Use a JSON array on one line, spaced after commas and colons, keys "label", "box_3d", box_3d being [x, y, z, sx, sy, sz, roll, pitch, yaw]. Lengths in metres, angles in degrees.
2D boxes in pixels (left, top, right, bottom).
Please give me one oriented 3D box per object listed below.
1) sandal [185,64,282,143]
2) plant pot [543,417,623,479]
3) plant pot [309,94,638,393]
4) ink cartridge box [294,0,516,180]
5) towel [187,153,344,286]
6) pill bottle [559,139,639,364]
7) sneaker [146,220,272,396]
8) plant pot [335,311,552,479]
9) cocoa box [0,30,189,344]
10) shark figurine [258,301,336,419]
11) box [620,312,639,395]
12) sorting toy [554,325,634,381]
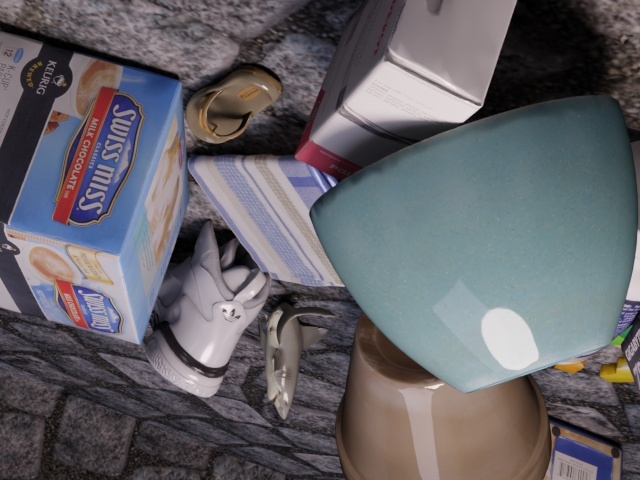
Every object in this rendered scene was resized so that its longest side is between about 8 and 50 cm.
[{"label": "sandal", "box_3d": [-0.103, -0.141, 1.277, 0.072, 0.049, 0.180, 27, 156, -23]}, {"label": "plant pot", "box_3d": [0.405, 0.447, 2.067, 0.236, 0.236, 0.212, 23, 150, -16]}, {"label": "plant pot", "box_3d": [0.158, 0.021, 1.013, 0.290, 0.196, 0.290, -18, 170, -3]}, {"label": "ink cartridge box", "box_3d": [0.073, -0.153, 0.975, 0.092, 0.159, 0.218, 25, 157, -10]}, {"label": "towel", "box_3d": [-0.035, -0.025, 1.385, 0.285, 0.034, 0.209, 4, 135, 56]}, {"label": "pill bottle", "box_3d": [0.294, 0.015, 1.203, 0.153, 0.153, 0.265, 20, 149, -7]}, {"label": "sneaker", "box_3d": [-0.183, 0.067, 1.726, 0.137, 0.210, 0.366, 30, -171, -28]}, {"label": "plant pot", "box_3d": [0.162, 0.211, 1.642, 0.323, 0.323, 0.280, 8, 139, 21]}, {"label": "cocoa box", "box_3d": [-0.298, -0.049, 1.392, 0.227, 0.232, 0.347, 16, 158, 1]}, {"label": "shark figurine", "box_3d": [-0.036, 0.153, 1.902, 0.116, 0.166, 0.278, -5, 142, -13]}, {"label": "box", "box_3d": [0.461, 0.047, 1.109, 0.293, 0.073, 0.295, -15, 156, -1]}, {"label": "sorting toy", "box_3d": [0.418, 0.122, 1.467, 0.229, 0.041, 0.307, 16, 148, 0]}]
